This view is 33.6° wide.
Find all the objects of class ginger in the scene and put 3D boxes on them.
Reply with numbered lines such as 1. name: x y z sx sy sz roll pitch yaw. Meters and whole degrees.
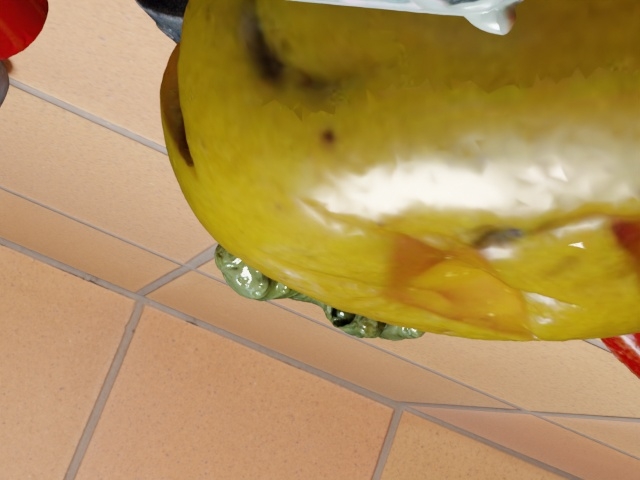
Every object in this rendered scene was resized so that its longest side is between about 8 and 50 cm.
1. ginger: 0.006 0.049 1.170 0.289 0.089 0.137 28 -150 -30

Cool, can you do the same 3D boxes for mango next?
1. mango: 0.088 -0.061 0.464 0.364 0.182 0.253 -6 150 42

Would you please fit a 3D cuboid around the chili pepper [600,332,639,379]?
1. chili pepper: 0.247 0.037 0.750 0.252 0.136 0.144 35 -171 -23

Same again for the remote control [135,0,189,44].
1. remote control: -0.001 -0.080 0.788 0.107 0.044 0.377 11 164 27

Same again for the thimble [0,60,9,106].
1. thimble: -0.399 -0.128 0.945 0.205 0.172 0.236 21 166 -13

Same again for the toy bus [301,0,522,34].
1. toy bus: -0.051 -0.157 0.339 0.276 0.134 0.164 14 165 31

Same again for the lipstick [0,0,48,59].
1. lipstick: -0.246 -0.197 0.637 0.073 0.073 0.280 18 167 14
